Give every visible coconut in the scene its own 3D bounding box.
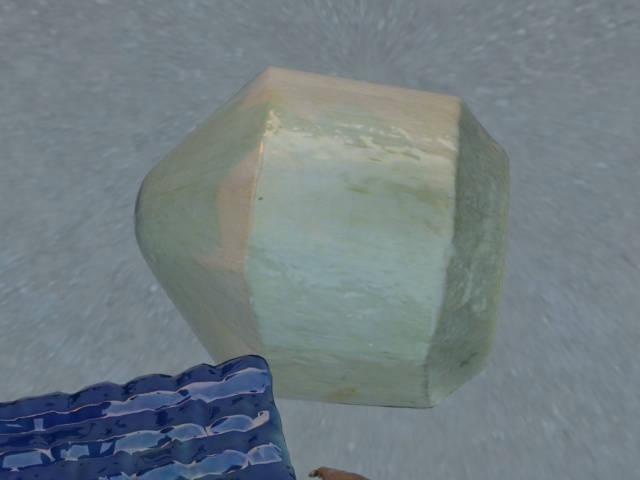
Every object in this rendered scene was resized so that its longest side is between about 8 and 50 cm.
[{"bbox_3d":[0.000,0.000,1.039,0.222,0.202,0.202,9,95,0],"label":"coconut"}]

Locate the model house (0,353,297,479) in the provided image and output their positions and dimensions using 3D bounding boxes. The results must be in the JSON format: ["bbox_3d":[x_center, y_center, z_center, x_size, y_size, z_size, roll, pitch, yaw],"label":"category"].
[{"bbox_3d":[-0.099,0.169,0.825,0.251,0.295,0.329,-15,77,-6],"label":"model house"}]

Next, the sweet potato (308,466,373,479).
[{"bbox_3d":[0.063,0.234,1.424,0.206,0.060,0.068,32,120,37],"label":"sweet potato"}]
